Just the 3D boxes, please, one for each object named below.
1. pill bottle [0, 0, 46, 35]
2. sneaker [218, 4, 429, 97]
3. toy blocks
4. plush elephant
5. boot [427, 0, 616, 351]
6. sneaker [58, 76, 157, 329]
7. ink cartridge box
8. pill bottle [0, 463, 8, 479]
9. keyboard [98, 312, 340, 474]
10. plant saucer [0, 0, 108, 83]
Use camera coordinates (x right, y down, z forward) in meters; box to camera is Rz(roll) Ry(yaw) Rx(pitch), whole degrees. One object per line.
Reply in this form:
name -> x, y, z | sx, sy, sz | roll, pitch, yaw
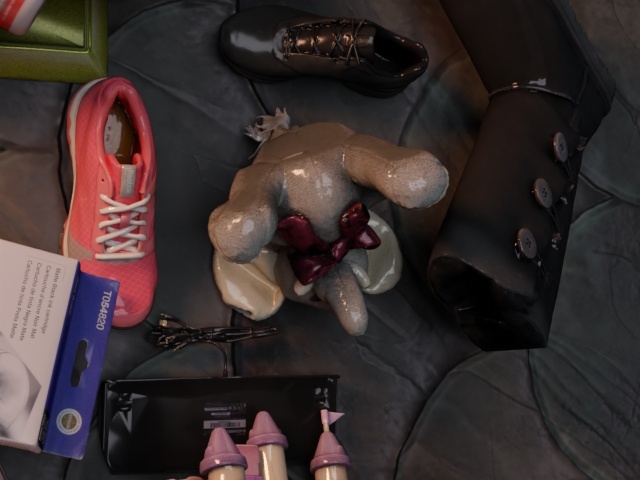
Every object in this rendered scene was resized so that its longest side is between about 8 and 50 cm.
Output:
pill bottle -> -0.393, -0.351, 1.244 | 0.283, 0.161, 0.161 | 31, 76, -16
sneaker -> 0.010, -0.257, 1.574 | 0.286, 0.130, 0.109 | 3, 87, -20
toy blocks -> -0.079, 0.332, 1.467 | 0.288, 0.309, 0.260 | 8, 58, -32
plush elephant -> 0.000, 0.000, 1.501 | 0.271, 0.330, 0.255 | -20, 117, -9
boot -> 0.217, -0.129, 1.559 | 0.367, 0.146, 0.445 | 40, 59, -26
sneaker -> -0.251, -0.048, 1.451 | 0.115, 0.136, 0.314 | -5, 89, -21
ink cartridge box -> -0.344, 0.115, 1.345 | 0.224, 0.045, 0.223 | 16, 69, -22
pill bottle -> -0.436, 0.240, 1.366 | 0.121, 0.121, 0.221 | -25, 95, -21
keyboard -> -0.125, 0.193, 1.543 | 0.317, 0.033, 0.202 | 2, 92, -23
plant saucer -> -0.349, -0.293, 1.477 | 0.188, 0.045, 0.188 | 1, 86, -22
